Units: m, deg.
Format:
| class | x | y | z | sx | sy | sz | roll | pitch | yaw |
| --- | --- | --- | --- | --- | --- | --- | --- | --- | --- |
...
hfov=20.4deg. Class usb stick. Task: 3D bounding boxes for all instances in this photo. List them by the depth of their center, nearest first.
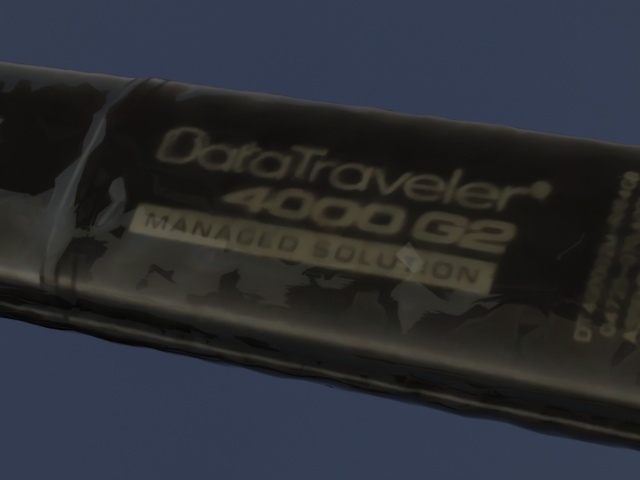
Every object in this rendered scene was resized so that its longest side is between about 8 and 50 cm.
| class | x | y | z | sx | sy | sz | roll | pitch | yaw |
| --- | --- | --- | --- | --- | --- | --- | --- | --- | --- |
| usb stick | 0.000 | 0.000 | 0.444 | 0.077 | 0.278 | 0.045 | -67 | -30 | -25 |
